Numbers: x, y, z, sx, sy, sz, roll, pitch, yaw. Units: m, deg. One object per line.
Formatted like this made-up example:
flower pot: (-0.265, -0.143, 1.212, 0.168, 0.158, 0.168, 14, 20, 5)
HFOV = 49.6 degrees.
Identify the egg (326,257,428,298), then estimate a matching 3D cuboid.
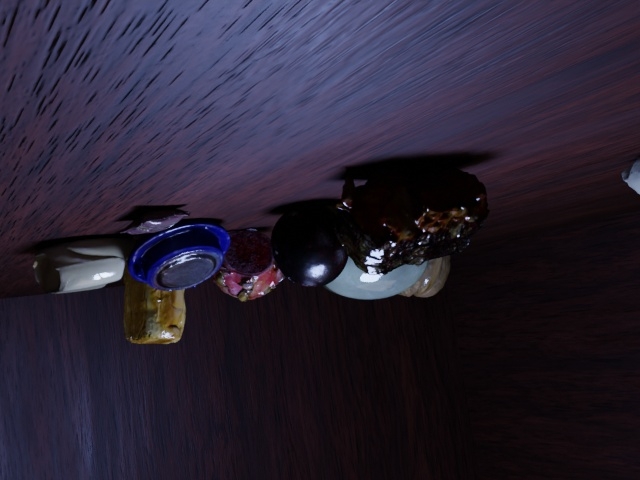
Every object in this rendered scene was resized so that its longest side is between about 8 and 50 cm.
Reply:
egg: (0.157, 0.054, 2.129, 0.352, 0.259, 0.258, -5, 174, -2)

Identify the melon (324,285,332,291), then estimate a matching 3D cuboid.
melon: (0.129, 0.071, 2.379, 0.301, 0.238, 0.237, -10, 174, 21)

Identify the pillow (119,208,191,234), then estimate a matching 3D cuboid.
pillow: (-0.363, -0.041, 1.509, 0.118, 0.043, 0.185, -12, -179, -33)

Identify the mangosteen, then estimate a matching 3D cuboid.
mangosteen: (0.000, 0.000, 1.731, 0.250, 0.211, 0.211, -28, -176, -26)

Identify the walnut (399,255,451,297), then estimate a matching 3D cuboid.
walnut: (0.358, 0.079, 2.623, 0.296, 0.285, 0.285, 13, 162, -37)

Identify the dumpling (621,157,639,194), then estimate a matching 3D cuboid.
dumpling: (0.833, -0.172, 1.680, 0.155, 0.181, 0.111, -36, 137, -4)

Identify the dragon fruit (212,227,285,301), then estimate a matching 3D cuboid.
dragon fruit: (-0.224, 0.065, 1.990, 0.282, 0.211, 0.147, 11, 158, -10)

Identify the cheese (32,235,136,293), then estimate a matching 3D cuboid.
cheese: (-0.605, 0.063, 1.792, 0.233, 0.127, 0.266, -8, 178, -36)

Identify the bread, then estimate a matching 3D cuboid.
bread: (-0.456, 0.139, 1.915, 0.166, 0.294, 0.132, -11, 169, 32)

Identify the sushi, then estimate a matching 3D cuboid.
sushi: (0.174, -0.059, 1.418, 0.343, 0.196, 0.182, -11, 137, -27)

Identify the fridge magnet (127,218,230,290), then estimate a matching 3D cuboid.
fridge magnet: (-0.354, 0.040, 1.755, 0.265, 0.113, 0.265, -21, 154, -11)
